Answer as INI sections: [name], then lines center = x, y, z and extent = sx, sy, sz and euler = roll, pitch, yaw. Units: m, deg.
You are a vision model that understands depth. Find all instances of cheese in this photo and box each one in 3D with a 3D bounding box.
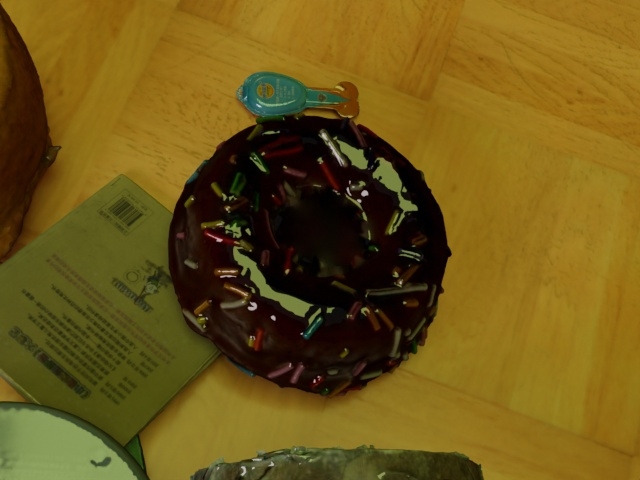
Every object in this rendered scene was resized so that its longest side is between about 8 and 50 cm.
[cheese]
center = -0.020, -0.129, 0.809
extent = 0.111, 0.017, 0.047
euler = 3, 71, -7

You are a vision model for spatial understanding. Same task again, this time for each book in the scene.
[book]
center = -0.158, 0.050, 0.693
extent = 0.168, 0.013, 0.192
euler = 39, 54, 8

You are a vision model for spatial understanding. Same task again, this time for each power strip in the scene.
[power strip]
center = -0.215, 0.185, 0.574
extent = 0.253, 0.054, 0.167
euler = 8, 66, -3

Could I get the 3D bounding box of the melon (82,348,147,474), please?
[melon]
center = -0.172, 0.201, 0.647
extent = 0.114, 0.053, 0.261
euler = -7, 64, 8

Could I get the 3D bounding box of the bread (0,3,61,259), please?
[bread]
center = -0.360, -0.091, 0.660
extent = 0.312, 0.172, 0.312
euler = 4, 66, -9

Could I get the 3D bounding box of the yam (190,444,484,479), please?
[yam]
center = 0.025, 0.297, 0.529
extent = 0.241, 0.241, 0.348
euler = -3, 65, -9

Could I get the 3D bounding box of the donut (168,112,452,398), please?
[donut]
center = 0.000, 0.000, 0.709
extent = 0.235, 0.089, 0.235
euler = 8, 62, -15
